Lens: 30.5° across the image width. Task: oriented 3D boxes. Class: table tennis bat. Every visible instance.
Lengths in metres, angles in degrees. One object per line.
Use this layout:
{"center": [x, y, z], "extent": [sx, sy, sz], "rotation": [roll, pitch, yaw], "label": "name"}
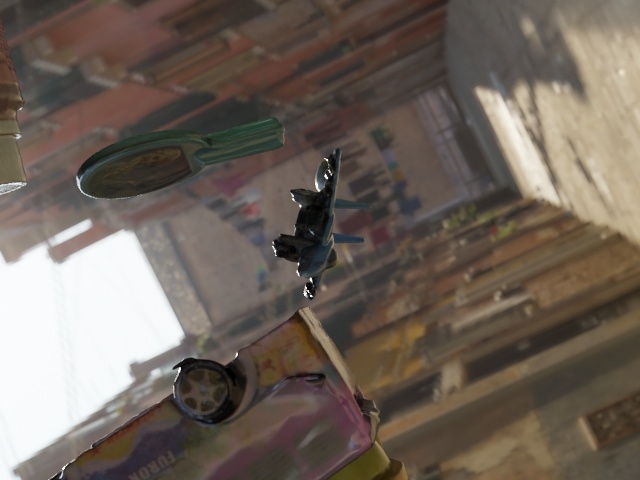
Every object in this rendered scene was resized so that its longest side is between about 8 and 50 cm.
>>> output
{"center": [-0.154, -0.093, 1.305], "extent": [0.149, 0.237, 0.038], "rotation": [115, 138, -68], "label": "table tennis bat"}

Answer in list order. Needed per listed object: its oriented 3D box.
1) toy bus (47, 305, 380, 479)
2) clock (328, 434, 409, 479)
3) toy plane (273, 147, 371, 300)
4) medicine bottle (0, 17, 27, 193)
{"center": [-0.098, 0.153, 0.749], "extent": [0.112, 0.274, 0.090], "rotation": [56, -176, 3], "label": "toy bus"}
{"center": [-0.053, 0.333, 1.128], "extent": [0.200, 0.317, 0.244], "rotation": [-20, 94, 63], "label": "clock"}
{"center": [-0.008, -0.002, 1.187], "extent": [0.246, 0.078, 0.169], "rotation": [-49, -29, -70], "label": "toy plane"}
{"center": [-0.394, -0.166, 1.250], "extent": [0.147, 0.147, 0.247], "rotation": [-9, -96, -83], "label": "medicine bottle"}
